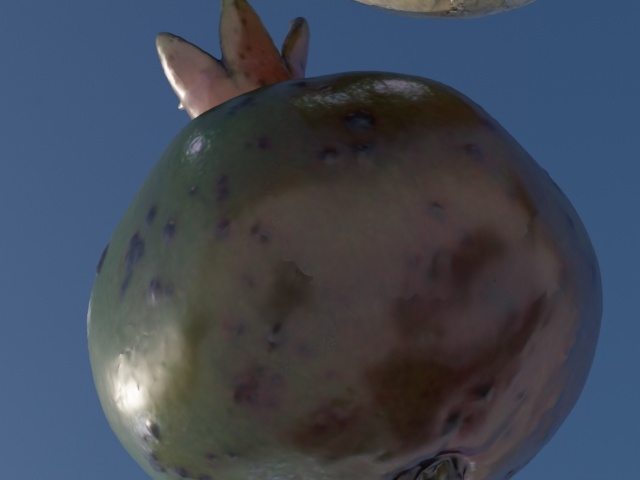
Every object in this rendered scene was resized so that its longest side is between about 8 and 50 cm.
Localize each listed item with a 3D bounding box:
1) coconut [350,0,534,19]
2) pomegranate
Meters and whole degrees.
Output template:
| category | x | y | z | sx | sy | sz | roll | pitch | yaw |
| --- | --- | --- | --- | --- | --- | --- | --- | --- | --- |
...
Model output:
| category | x | y | z | sx | sy | sz | roll | pitch | yaw |
| --- | --- | --- | --- | --- | --- | --- | --- | --- | --- |
| coconut | 0.069 | -0.254 | 0.782 | 0.224 | 0.224 | 0.234 | -18 | -64 | -6 |
| pomegranate | -0.012 | 0.022 | 0.786 | 0.290 | 0.323 | 0.291 | -32 | -38 | -30 |
